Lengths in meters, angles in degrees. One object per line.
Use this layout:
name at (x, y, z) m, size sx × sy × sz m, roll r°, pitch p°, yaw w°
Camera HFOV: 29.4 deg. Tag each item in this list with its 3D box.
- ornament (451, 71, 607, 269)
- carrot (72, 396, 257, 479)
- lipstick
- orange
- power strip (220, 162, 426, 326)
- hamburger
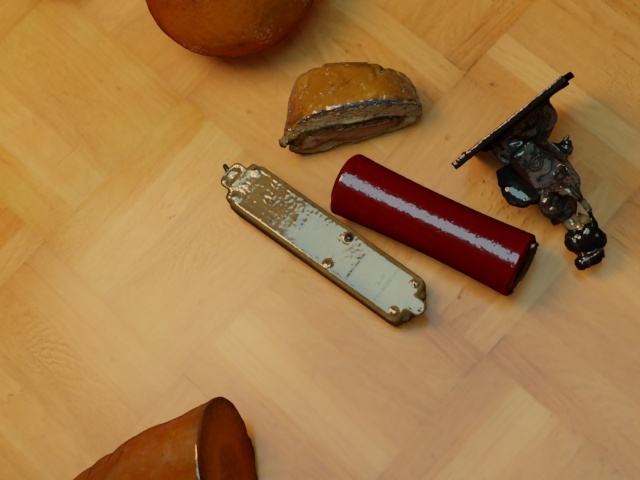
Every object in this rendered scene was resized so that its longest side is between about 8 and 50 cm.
ornament at (0.274, -0.066, 1.374) m, size 0.153 × 0.166 × 0.196 m, roll -37°, pitch 90°, yaw 19°
carrot at (-0.189, 0.280, 1.339) m, size 0.225 × 0.159 × 0.159 m, roll -20°, pitch 70°, yaw 17°
lipstick at (0.128, -0.019, 1.403) m, size 0.241 × 0.080 × 0.080 m, roll 27°, pitch 79°, yaw 16°
orange at (-0.107, -0.324, 1.488) m, size 0.224 × 0.170 × 0.224 m, roll -13°, pitch 54°, yaw 18°
power strip at (0.000, 0.000, 1.437) m, size 0.305 × 0.044 × 0.064 m, roll 35°, pitch 82°, yaw 16°
hamburger at (0.026, -0.176, 1.462) m, size 0.176 × 0.087 × 0.102 m, roll -16°, pitch 73°, yaw 6°
